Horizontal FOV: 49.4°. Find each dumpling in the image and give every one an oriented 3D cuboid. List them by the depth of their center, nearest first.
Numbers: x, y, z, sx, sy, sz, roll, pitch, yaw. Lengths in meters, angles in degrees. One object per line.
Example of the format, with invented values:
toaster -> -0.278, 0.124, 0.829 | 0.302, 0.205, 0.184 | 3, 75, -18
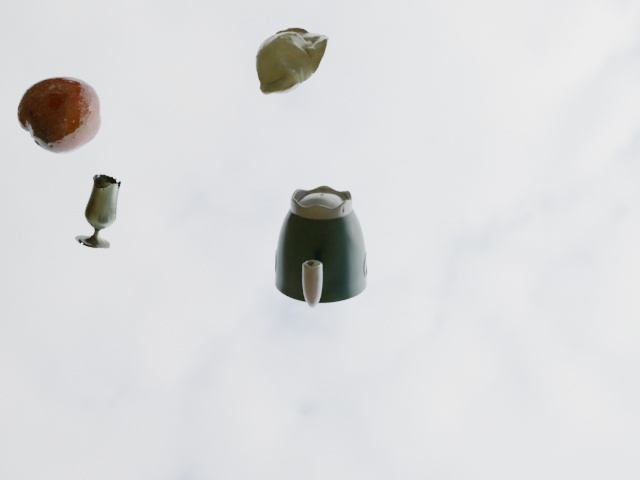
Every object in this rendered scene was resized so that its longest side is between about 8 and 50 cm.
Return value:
dumpling -> -0.043, -0.316, 1.209 | 0.134, 0.169, 0.100 | -15, -69, 19

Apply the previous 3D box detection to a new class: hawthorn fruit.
hawthorn fruit -> -0.555, -0.274, 1.495 | 0.173, 0.173, 0.173 | -2, -95, 26

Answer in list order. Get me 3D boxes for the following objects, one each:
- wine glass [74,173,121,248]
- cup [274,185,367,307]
wine glass -> -0.254, -0.034, 0.797 | 0.042, 0.039, 0.083 | 26, -70, 29
cup -> 0.000, 0.000, 1.230 | 0.167, 0.300, 0.173 | 2, -67, 5
